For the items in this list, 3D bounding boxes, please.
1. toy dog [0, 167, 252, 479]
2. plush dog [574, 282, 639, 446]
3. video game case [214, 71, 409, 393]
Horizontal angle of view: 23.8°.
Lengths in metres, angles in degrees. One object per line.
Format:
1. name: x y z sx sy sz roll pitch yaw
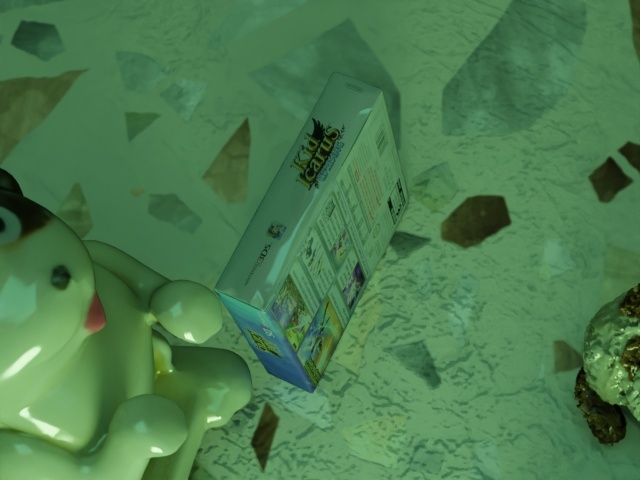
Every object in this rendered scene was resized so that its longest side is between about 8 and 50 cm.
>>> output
1. toy dog: -0.272 0.101 1.407 0.396 0.408 0.284 17 62 20
2. plush dog: 0.365 0.123 1.469 0.225 0.262 0.210 22 40 5
3. video game case: 0.000 0.000 1.512 0.061 0.269 0.244 22 73 17
